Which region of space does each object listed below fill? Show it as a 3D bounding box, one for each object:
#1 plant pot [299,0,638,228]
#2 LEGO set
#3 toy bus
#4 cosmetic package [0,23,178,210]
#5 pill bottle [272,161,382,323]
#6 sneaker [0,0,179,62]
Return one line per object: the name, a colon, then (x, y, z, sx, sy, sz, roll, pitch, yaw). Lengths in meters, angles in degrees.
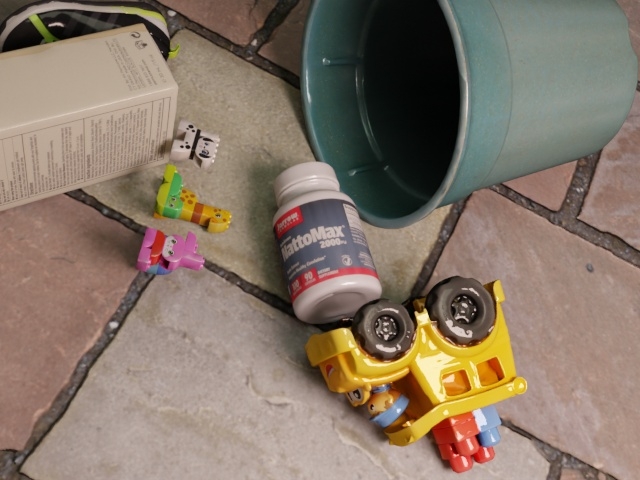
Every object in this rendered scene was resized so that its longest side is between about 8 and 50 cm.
plant pot: (0.202, -0.207, 1.113, 0.334, 0.341, 0.341, -10, 63, -30)
LEGO set: (-0.154, -0.030, 1.038, 0.093, 0.087, 0.227, 15, 51, -10)
toy bus: (0.116, 0.164, 0.973, 0.220, 0.149, 0.211, -13, 80, -20)
cosmetic package: (-0.334, -0.133, 1.004, 0.310, 0.160, 0.113, -18, 65, -25)
pill bottle: (0.000, 0.000, 1.044, 0.108, 0.108, 0.180, -7, 62, -19)
sneaker: (-0.302, -0.259, 1.131, 0.235, 0.084, 0.097, -13, 65, -22)
